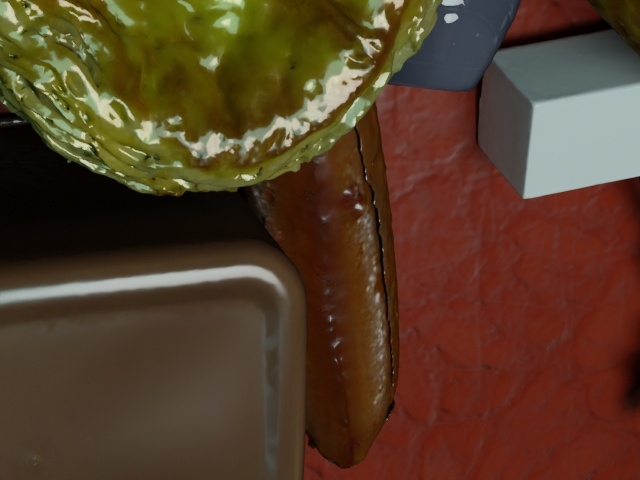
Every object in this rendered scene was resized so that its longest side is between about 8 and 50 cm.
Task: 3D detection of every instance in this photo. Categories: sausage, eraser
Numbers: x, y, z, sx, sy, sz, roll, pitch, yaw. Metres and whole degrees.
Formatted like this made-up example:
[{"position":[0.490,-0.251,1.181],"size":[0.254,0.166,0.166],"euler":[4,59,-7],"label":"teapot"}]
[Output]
[{"position":[0.000,0.000,1.186],"size":[0.102,0.102,0.330],"euler":[-17,124,-15],"label":"sausage"},{"position":[0.259,-0.103,1.273],"size":[0.298,0.078,0.076],"euler":[-12,128,-18],"label":"eraser"}]

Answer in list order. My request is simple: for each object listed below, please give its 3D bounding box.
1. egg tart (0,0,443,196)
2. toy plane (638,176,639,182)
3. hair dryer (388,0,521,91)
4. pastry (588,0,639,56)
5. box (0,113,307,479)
[{"position":[-0.070,-0.172,1.000],"size":[0.295,0.116,0.295],"euler":[-4,108,-12],"label":"egg tart"},{"position":[0.276,0.043,1.352],"size":[0.169,0.078,0.246],"euler":[-36,113,-5],"label":"toy plane"},{"position":[0.119,-0.216,1.022],"size":[0.121,0.361,0.301],"euler":[4,102,-20],"label":"hair dryer"},{"position":[0.247,-0.199,1.180],"size":[0.256,0.170,0.236],"euler":[31,72,-31],"label":"pastry"},{"position":[-0.193,0.078,1.081],"size":[0.339,0.229,0.239],"euler":[-6,114,-20],"label":"box"}]
